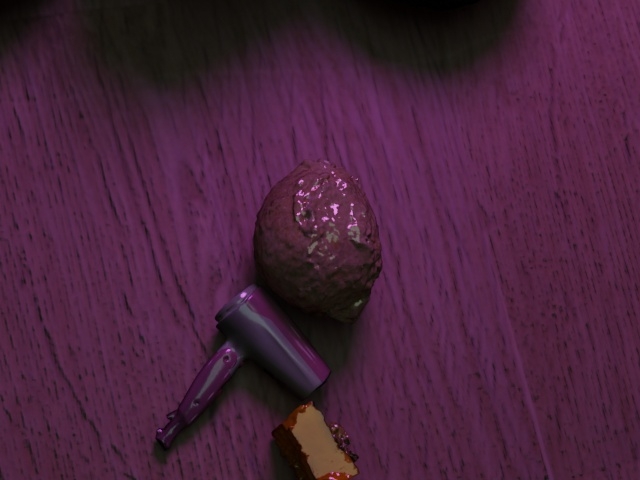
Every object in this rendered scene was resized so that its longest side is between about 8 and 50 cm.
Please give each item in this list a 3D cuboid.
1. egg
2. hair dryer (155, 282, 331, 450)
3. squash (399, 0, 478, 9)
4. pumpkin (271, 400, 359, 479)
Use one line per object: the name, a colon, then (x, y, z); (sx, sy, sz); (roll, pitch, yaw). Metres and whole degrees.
egg: (0.000, 0.000, 1.147); (0.118, 0.116, 0.140); (18, 61, -40)
hair dryer: (-0.079, 0.122, 1.139); (0.154, 0.054, 0.106); (-39, 87, -8)
squash: (0.106, -0.317, 1.237); (0.218, 0.172, 0.218); (-2, 104, -9)
pumpkin: (-0.002, 0.172, 1.112); (0.054, 0.083, 0.074); (-29, 83, -13)
